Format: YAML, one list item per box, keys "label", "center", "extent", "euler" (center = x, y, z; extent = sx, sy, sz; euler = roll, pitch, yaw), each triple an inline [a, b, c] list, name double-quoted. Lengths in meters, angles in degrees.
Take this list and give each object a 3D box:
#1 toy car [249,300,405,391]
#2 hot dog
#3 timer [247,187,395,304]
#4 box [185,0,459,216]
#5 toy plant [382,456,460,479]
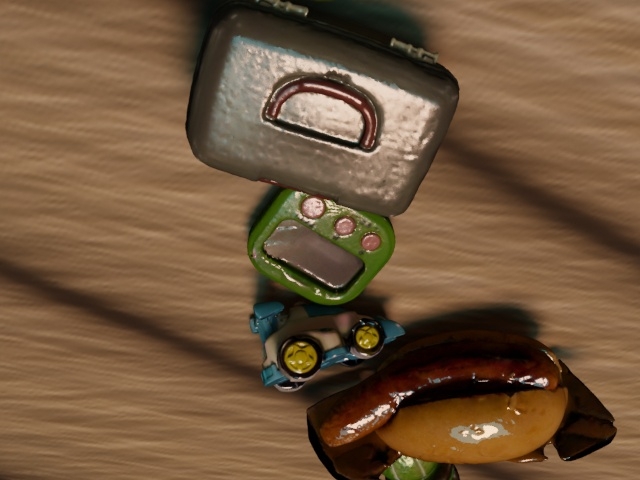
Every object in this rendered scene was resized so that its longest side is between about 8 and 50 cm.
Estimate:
- label: "toy car"
  center: [0.002, 0.101, 0.707]
  extent: [0.161, 0.098, 0.126]
  euler: [-19, 167, -13]
- label: "hot dog"
  center: [0.142, 0.179, 0.694]
  extent: [0.326, 0.194, 0.107]
  euler: [-19, 128, -4]
- label: "timer"
  center: [0.000, 0.000, 0.665]
  extent: [0.140, 0.047, 0.128]
  euler: [30, 116, -18]
- label: "box"
  center: [0.000, -0.120, 0.539]
  extent: [0.210, 0.129, 0.148]
  euler: [16, 121, -9]
- label: "toy plant"
  center: [0.120, 0.286, 0.822]
  extent: [0.093, 0.093, 0.162]
  euler: [-22, 120, 13]
